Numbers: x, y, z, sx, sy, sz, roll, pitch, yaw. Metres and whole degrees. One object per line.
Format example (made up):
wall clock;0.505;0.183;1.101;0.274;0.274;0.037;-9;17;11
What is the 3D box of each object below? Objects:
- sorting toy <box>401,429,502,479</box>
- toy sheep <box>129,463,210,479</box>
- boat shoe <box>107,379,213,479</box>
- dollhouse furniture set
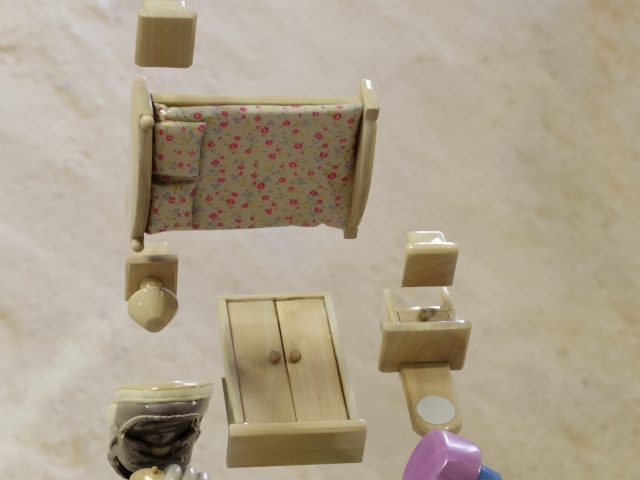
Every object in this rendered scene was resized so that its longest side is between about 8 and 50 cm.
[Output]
sorting toy;0.053;0.307;1.422;0.126;0.365;0.127;29;30;-16
toy sheep;-0.132;0.269;1.701;0.132;0.091;0.091;29;42;-8
boat shoe;-0.170;0.200;1.768;0.103;0.285;0.092;0;77;-16
dollhouse furniture set;0.000;0.000;1.370;0.303;0.355;0.174;-1;40;-10
